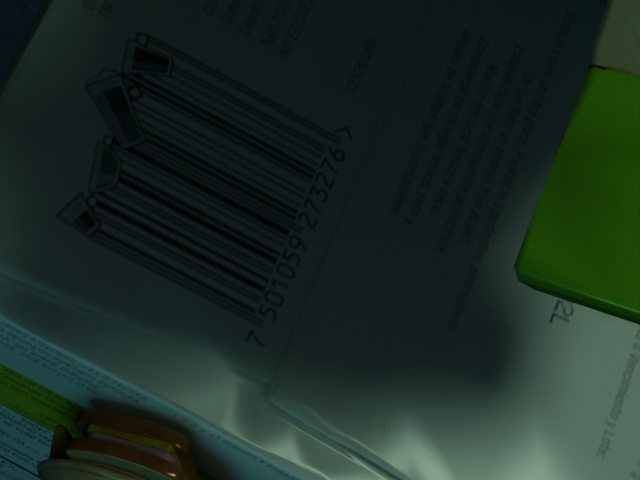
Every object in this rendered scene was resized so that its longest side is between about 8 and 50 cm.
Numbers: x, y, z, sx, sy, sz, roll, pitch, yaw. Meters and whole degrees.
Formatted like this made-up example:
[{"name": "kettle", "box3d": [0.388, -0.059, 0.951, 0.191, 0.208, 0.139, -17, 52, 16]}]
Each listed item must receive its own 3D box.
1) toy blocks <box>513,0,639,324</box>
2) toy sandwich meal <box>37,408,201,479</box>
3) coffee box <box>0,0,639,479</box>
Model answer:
[{"name": "toy blocks", "box3d": [0.179, -0.120, 0.517, 0.190, 0.381, 0.261, 18, 170, 19]}, {"name": "toy sandwich meal", "box3d": [-0.071, 0.093, 0.707, 0.085, 0.029, 0.085, 18, 157, 8]}, {"name": "coffee box", "box3d": [0.000, 0.000, 0.893, 0.338, 0.338, 0.334, 29, 155, -10]}]
